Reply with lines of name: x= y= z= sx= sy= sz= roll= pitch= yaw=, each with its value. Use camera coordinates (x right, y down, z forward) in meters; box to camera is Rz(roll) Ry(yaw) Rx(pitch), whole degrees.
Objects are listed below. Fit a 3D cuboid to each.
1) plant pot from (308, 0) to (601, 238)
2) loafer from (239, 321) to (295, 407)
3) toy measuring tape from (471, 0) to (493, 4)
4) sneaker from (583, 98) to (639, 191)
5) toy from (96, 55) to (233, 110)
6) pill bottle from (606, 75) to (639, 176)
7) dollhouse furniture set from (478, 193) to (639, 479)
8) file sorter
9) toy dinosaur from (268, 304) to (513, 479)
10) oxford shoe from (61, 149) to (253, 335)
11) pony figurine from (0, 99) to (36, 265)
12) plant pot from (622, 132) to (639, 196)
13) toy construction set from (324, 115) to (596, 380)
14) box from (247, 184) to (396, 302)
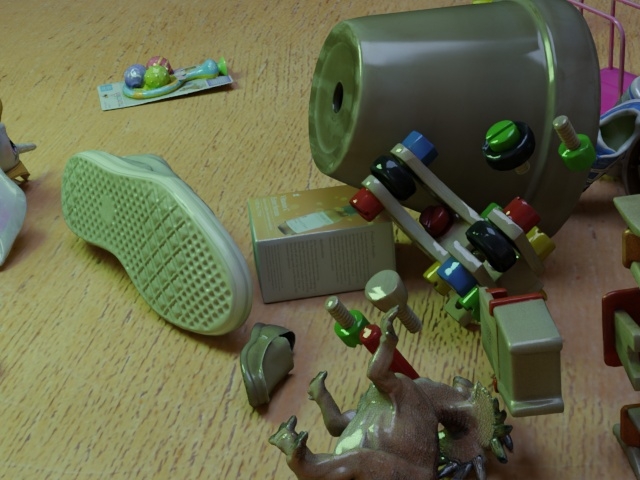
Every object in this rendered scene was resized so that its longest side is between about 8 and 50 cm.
plant pot: x=0.145 y=-0.163 z=1.602 sx=0.280 sy=0.323 sz=0.323 roll=6 pitch=23 yaw=-19
loafer: x=-0.056 y=0.131 z=1.427 sx=0.050 sy=0.056 sz=0.148 roll=-8 pitch=26 yaw=8
toy measuring tape: x=0.304 y=-0.409 z=2.380 sx=0.330 sy=0.121 sz=0.121 roll=-13 pitch=26 yaw=3
sneaker: x=0.353 y=-0.118 z=1.721 sx=0.211 sy=0.080 sz=0.081 roll=-41 pitch=-11 yaw=16
toy: x=-0.284 y=-0.299 z=2.325 sx=0.237 sy=0.056 sz=0.137 roll=-10 pitch=26 yaw=-9
pill bottle: x=0.434 y=-0.157 z=1.803 sx=0.078 sy=0.137 sz=0.078 roll=15 pitch=46 yaw=-16
dollhouse furniture set: x=0.291 y=0.084 z=1.234 sx=0.259 sy=0.262 sz=0.135 roll=-7 pitch=24 yaw=-2
file sorter: x=0.409 y=-0.282 z=2.019 sx=0.290 sy=0.182 sz=0.202 roll=-18 pitch=30 yaw=-23
toy dinosaur: x=0.073 y=0.205 z=1.207 sx=0.296 sy=0.200 sz=0.127 roll=-53 pitch=8 yaw=-29
oxford shoe: x=-0.191 y=-0.014 z=1.646 sx=0.130 sy=0.169 sz=0.449 roll=1 pitch=18 yaw=-35
pony figurine: x=-0.527 y=-0.136 z=1.801 sx=0.302 sy=0.363 sz=0.351 roll=14 pitch=47 yaw=19
plant pot: x=0.498 y=-0.102 z=1.690 sx=0.167 sy=0.167 sz=0.165 roll=9 pitch=22 yaw=26
toy construction set: x=0.159 y=0.050 z=1.415 sx=0.257 sy=0.237 sz=0.309 roll=6 pitch=55 yaw=43
box: x=0.000 y=0.000 z=1.638 sx=0.170 sy=0.091 sz=0.130 roll=-9 pitch=27 yaw=-6
